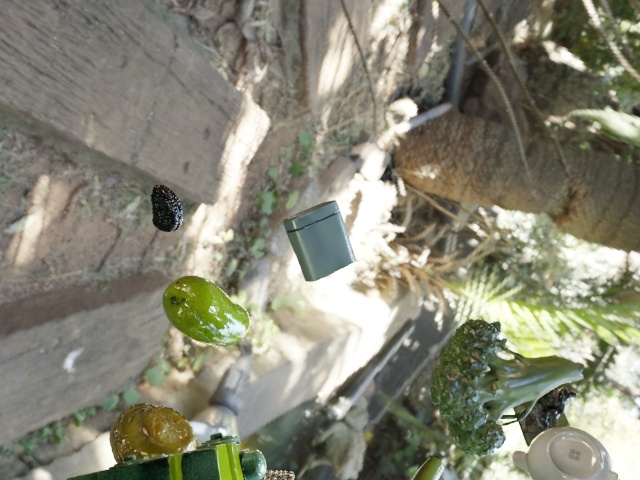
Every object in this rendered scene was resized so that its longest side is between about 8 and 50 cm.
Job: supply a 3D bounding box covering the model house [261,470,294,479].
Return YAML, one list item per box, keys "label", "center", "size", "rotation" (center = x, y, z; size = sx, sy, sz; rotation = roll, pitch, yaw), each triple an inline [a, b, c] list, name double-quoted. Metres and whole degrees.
- label: "model house"
  center: [-0.131, 0.693, 1.818]
  size: [0.211, 0.170, 0.194]
  rotation: [-37, 177, 0]

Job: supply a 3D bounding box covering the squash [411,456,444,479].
- label: "squash"
  center: [0.311, 0.779, 2.187]
  size: [0.250, 0.083, 0.083]
  rotation: [-42, 157, -52]

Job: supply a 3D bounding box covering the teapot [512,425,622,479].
- label: "teapot"
  center: [0.631, 0.572, 1.757]
  size: [0.204, 0.298, 0.139]
  rotation: [-45, 147, -36]

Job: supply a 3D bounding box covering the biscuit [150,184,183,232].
- label: "biscuit"
  center: [-0.284, -0.057, 1.284]
  size: [0.027, 0.087, 0.089]
  rotation: [-29, 174, -43]

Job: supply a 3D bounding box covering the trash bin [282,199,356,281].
- label: "trash bin"
  center: [0.000, 0.000, 1.376]
  size: [0.116, 0.130, 0.059]
  rotation: [-25, -170, -27]

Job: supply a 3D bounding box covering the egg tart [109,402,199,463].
- label: "egg tart"
  center: [-0.451, 0.564, 1.997]
  size: [0.116, 0.295, 0.295]
  rotation: [-54, 164, 22]

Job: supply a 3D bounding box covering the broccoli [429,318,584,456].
- label: "broccoli"
  center: [0.368, 0.297, 1.549]
  size: [0.302, 0.254, 0.186]
  rotation: [-39, 177, -17]

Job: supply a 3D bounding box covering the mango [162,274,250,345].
- label: "mango"
  center: [-0.305, 0.198, 1.921]
  size: [0.143, 0.175, 0.293]
  rotation: [-28, 140, 26]

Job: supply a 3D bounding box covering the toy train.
- label: "toy train"
  center: [-0.351, 0.550, 1.573]
  size: [0.442, 0.179, 0.272]
  rotation: [-16, 166, 12]

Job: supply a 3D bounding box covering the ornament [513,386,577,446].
- label: "ornament"
  center: [0.674, 0.482, 2.065]
  size: [0.153, 0.166, 0.196]
  rotation: [-11, 150, -11]
